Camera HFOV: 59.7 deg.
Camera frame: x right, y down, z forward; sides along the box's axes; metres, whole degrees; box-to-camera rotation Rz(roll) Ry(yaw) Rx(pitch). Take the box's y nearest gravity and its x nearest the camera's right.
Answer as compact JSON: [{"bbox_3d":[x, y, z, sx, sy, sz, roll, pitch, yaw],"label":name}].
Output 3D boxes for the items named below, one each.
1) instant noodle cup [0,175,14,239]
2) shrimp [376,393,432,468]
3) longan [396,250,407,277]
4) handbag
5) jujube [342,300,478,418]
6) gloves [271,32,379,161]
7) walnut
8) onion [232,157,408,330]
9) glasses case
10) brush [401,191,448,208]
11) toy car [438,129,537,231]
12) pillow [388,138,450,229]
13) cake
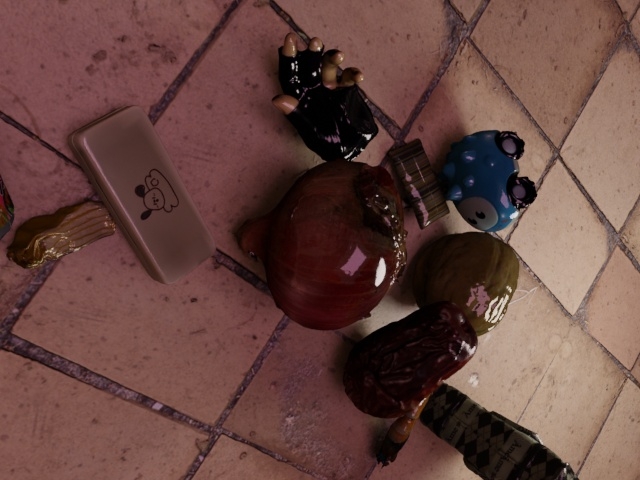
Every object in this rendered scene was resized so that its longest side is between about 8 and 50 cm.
[{"bbox_3d":[-0.559,-0.067,0.783,0.302,0.258,0.182,-54,144,-43],"label":"instant noodle cup"},{"bbox_3d":[0.231,0.473,1.476,0.222,0.054,0.290,-36,151,-54],"label":"shrimp"},{"bbox_3d":[0.164,0.045,1.338,0.113,0.092,0.113,-9,108,-32],"label":"longan"},{"bbox_3d":[0.507,0.580,1.499,0.316,0.416,0.180,40,83,-36],"label":"handbag"},{"bbox_3d":[0.208,0.271,1.291,0.216,0.216,0.342,19,130,-34],"label":"jujube"},{"bbox_3d":[0.001,-0.282,1.120,0.197,0.152,0.301,-50,147,-20],"label":"gloves"},{"bbox_3d":[0.364,0.105,1.403,0.282,0.227,0.283,2,76,-8],"label":"walnut"},{"bbox_3d":[0.031,0.007,1.116,0.353,0.353,0.354,-8,105,-31],"label":"onion"},{"bbox_3d":[-0.314,-0.078,1.009,0.131,0.070,0.313,-40,120,-32],"label":"glasses case"},{"bbox_3d":[0.265,-0.104,1.407,0.299,0.042,0.039,-12,90,-34],"label":"brush"},{"bbox_3d":[0.391,-0.147,1.368,0.190,0.188,0.255,-4,75,-15],"label":"toy car"},{"bbox_3d":[0.243,-0.139,1.350,0.113,0.038,0.204,-29,98,-32],"label":"pillow"},{"bbox_3d":[-0.436,-0.014,0.940,0.184,0.116,0.080,-14,107,-24],"label":"cake"}]
